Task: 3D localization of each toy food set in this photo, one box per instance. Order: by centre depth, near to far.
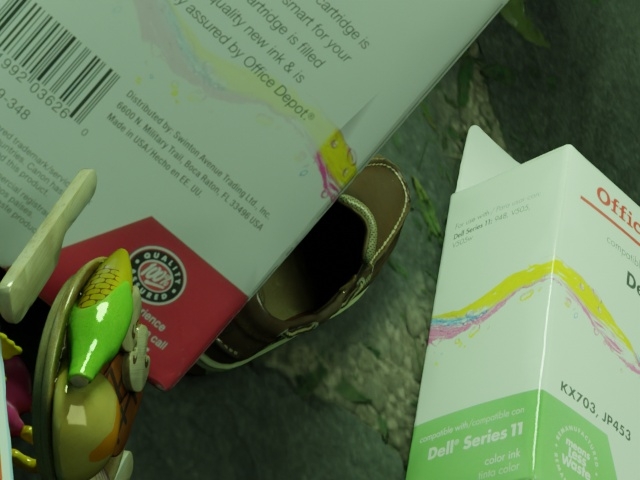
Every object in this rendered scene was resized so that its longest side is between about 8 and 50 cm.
[{"bbox_3d":[-0.100,0.072,0.777,0.132,0.039,0.192,-69,160,-55],"label":"toy food set"}]

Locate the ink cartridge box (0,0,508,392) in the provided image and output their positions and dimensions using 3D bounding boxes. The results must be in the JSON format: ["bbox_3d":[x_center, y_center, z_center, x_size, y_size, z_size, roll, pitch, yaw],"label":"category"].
[{"bbox_3d":[-0.076,-0.111,0.872,0.226,0.131,0.306,43,86,-26],"label":"ink cartridge box"}]

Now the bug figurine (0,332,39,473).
[{"bbox_3d":[-0.221,0.099,0.772,0.279,0.072,0.216,49,48,-28],"label":"bug figurine"}]

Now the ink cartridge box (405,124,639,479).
[{"bbox_3d":[0.190,0.078,1.216,0.207,0.119,0.353,37,47,-31],"label":"ink cartridge box"}]

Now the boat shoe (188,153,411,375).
[{"bbox_3d":[0.004,0.007,1.058,0.095,0.095,0.257,59,39,-10],"label":"boat shoe"}]

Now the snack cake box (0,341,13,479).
[{"bbox_3d":[-0.207,0.060,0.656,0.152,0.089,0.264,7,75,-60],"label":"snack cake box"}]
